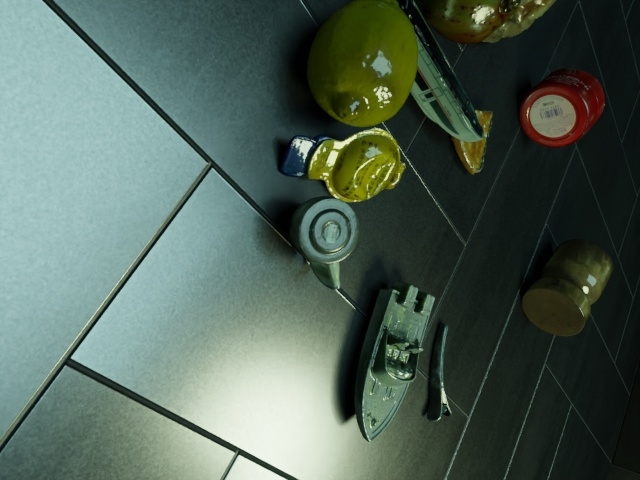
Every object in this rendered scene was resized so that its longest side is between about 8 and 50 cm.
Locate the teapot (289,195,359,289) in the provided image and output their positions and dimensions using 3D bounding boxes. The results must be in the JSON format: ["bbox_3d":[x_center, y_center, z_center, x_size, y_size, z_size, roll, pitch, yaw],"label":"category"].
[{"bbox_3d":[0.007,-0.008,0.829,0.111,0.108,0.149,-42,114,-11],"label":"teapot"}]

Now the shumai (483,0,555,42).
[{"bbox_3d":[0.454,-0.573,1.066,0.267,0.262,0.314,-55,138,-7],"label":"shumai"}]

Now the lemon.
[{"bbox_3d":[0.073,-0.300,0.820,0.184,0.184,0.248,36,67,-39],"label":"lemon"}]

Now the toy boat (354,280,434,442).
[{"bbox_3d":[0.143,0.247,0.993,0.141,0.092,0.319,27,77,-39],"label":"toy boat"}]

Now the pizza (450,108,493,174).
[{"bbox_3d":[0.366,-0.276,1.187,0.184,0.036,0.176,51,60,-31],"label":"pizza"}]

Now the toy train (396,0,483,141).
[{"bbox_3d":[0.219,-0.337,1.005,0.407,0.088,0.086,42,46,-37],"label":"toy train"}]

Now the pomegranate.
[{"bbox_3d":[0.260,-0.487,0.931,0.198,0.246,0.198,21,90,-83],"label":"pomegranate"}]

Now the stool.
[{"bbox_3d":[0.753,0.138,1.485,0.264,0.179,0.179,-40,119,-33],"label":"stool"}]

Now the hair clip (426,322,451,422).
[{"bbox_3d":[0.287,0.314,1.170,0.070,0.039,0.229,0,93,-41],"label":"hair clip"}]

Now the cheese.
[{"bbox_3d":[0.047,-0.137,0.871,0.250,0.064,0.156,6,125,-34],"label":"cheese"}]

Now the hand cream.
[{"bbox_3d":[0.660,-0.362,1.345,0.125,0.193,0.193,-41,120,-34],"label":"hand cream"}]
